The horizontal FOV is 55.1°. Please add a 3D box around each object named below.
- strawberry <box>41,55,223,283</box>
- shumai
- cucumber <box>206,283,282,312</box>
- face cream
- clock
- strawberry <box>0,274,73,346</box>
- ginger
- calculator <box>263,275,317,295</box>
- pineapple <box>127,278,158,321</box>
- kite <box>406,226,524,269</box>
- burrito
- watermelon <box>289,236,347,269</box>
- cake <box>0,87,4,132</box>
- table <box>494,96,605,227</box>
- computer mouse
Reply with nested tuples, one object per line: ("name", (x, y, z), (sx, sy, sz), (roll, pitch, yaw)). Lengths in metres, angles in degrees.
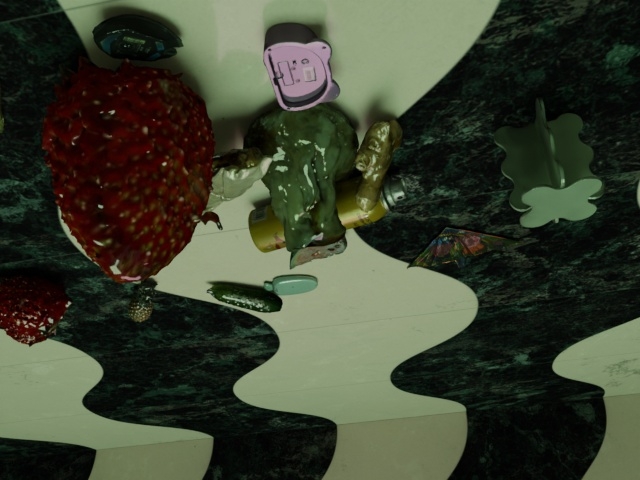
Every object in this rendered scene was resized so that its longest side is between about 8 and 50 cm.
("strawberry", (-0.278, -0.106, 0.978), (0.292, 0.344, 0.292), (-24, 162, -8))
("shumai", (-0.028, -0.114, 1.151), (0.222, 0.204, 0.272), (-15, 144, 16))
("cucumber", (-0.212, 0.161, 1.734), (0.227, 0.069, 0.069), (15, 145, -22))
("face cream", (0.018, -0.065, 1.330), (0.348, 0.105, 0.105), (-16, 148, 19))
("clock", (-0.030, -0.284, 1.001), (0.110, 0.050, 0.153), (-8, 150, 7))
("strawberry", (-0.758, 0.172, 1.586), (0.201, 0.184, 0.187), (33, 174, -16))
("ginger", (0.099, -0.142, 1.163), (0.059, 0.133, 0.214), (28, 121, 14))
("calculator", (-0.083, 0.127, 1.728), (0.152, 0.021, 0.095), (-7, 149, -1))
("pineapple", (-0.490, 0.162, 1.702), (0.074, 0.074, 0.159), (9, 139, -22))
("kite", (0.360, 0.014, 1.599), (0.321, 0.016, 0.234), (-16, 146, 18))
("burrito", (-0.225, -0.101, 1.196), (0.117, 0.076, 0.392), (0, 169, -34))
("watermelon", (0.000, 0.000, 1.484), (0.139, 0.071, 0.187), (11, 139, -36))
("cake", (-0.573, -0.230, 1.057), (0.051, 0.055, 0.140), (7, 166, -21))
("table", (0.420, -0.149, 1.140), (0.166, 0.198, 0.166), (-3, 149, -2))
("computer mouse", (-0.277, -0.310, 0.933), (0.135, 0.047, 0.079), (2, 163, -33))
